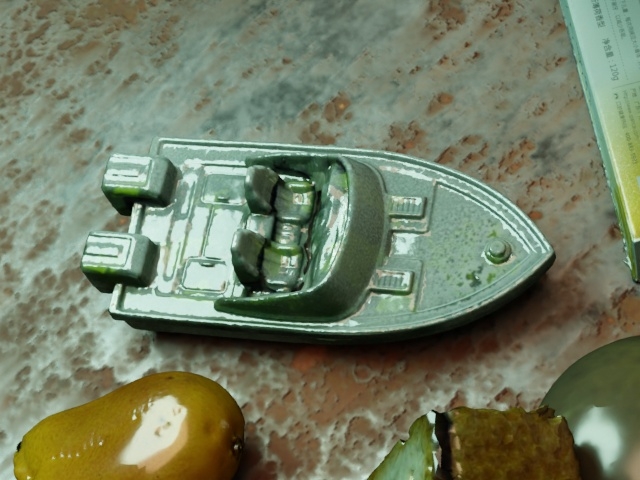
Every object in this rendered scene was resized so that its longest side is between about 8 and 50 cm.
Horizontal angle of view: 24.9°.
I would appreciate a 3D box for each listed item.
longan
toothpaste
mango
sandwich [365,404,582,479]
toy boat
[{"bbox_3d":[0.193,0.148,0.800,0.159,0.204,0.185,-34,93,34],"label":"longan"},{"bbox_3d":[0.221,-0.128,1.009,0.089,0.071,0.313,-14,60,10],"label":"toothpaste"},{"bbox_3d":[-0.122,0.146,0.944,0.159,0.084,0.105,-22,41,23],"label":"mango"},{"bbox_3d":[0.069,0.260,0.750,0.095,0.249,0.273,4,57,-25],"label":"sandwich"},{"bbox_3d":[0.000,0.000,0.985,0.319,0.092,0.141,4,65,16],"label":"toy boat"}]
